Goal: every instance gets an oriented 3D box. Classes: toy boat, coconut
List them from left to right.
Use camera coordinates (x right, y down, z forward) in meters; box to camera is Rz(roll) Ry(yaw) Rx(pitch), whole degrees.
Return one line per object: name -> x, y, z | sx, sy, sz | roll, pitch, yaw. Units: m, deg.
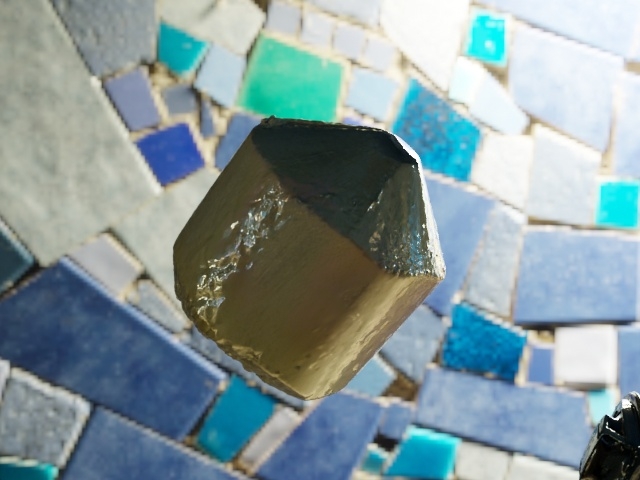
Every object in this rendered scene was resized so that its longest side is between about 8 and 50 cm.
coconut -> 0.000, 0.000, 1.180 | 0.239, 0.244, 0.239 | 36, 14, -10
toy boat -> 0.194, 0.132, 0.785 | 0.060, 0.055, 0.141 | 22, 18, 4
